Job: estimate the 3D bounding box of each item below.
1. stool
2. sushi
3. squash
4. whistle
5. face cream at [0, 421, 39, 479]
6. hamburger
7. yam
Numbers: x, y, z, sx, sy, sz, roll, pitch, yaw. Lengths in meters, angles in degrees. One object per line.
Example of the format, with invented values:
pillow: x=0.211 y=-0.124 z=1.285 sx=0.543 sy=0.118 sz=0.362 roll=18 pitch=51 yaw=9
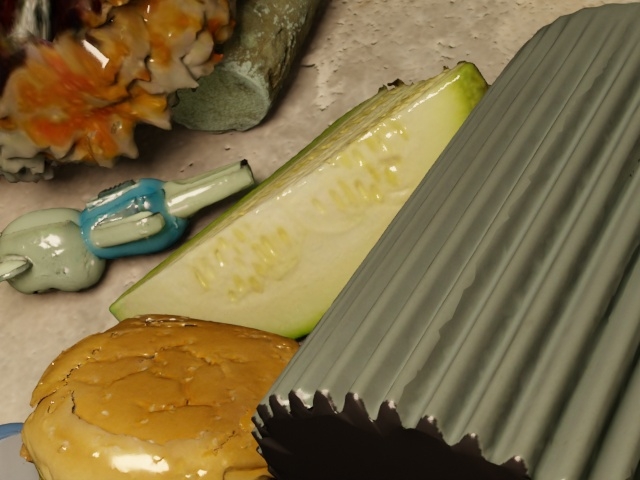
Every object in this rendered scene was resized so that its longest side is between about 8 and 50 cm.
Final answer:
stool: x=0.167 y=0.054 z=0.770 sx=0.297 sy=0.297 sz=0.330 roll=19 pitch=60 yaw=27
sushi: x=-0.233 y=-0.228 z=1.083 sx=0.417 sy=0.176 sz=0.417 roll=-27 pitch=43 yaw=28
squash: x=0.000 y=0.000 z=0.944 sx=0.288 sy=0.111 sz=0.203 roll=-41 pitch=13 yaw=-17
whistle: x=-0.165 y=-0.010 z=1.033 sx=0.235 sy=0.077 sz=0.114 roll=-20 pitch=12 yaw=2
face cream: x=-0.213 y=0.247 z=0.871 sx=0.149 sy=0.083 sz=0.264 roll=-13 pitch=54 yaw=3
hamburger: x=-0.098 y=0.136 z=0.861 sx=0.214 sy=0.108 sz=0.214 roll=1 pitch=26 yaw=0
yam: x=-0.065 y=-0.187 z=1.103 sx=0.107 sy=0.107 sz=0.194 roll=11 pitch=61 yaw=23
